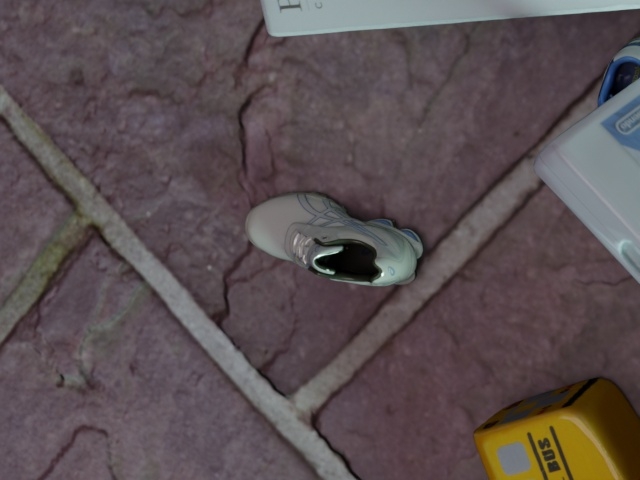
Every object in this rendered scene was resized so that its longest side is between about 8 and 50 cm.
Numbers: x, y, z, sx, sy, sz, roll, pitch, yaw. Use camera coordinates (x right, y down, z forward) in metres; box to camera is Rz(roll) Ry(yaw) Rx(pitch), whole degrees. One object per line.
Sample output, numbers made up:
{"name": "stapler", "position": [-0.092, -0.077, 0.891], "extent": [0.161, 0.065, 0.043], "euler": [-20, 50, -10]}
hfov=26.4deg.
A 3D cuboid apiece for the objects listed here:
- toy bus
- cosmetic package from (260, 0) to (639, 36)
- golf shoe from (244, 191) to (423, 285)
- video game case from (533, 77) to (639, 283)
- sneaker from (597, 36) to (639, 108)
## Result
{"name": "toy bus", "position": [0.253, 0.286, 1.128], "extent": [0.130, 0.108, 0.332], "euler": [-22, 89, 27]}
{"name": "cosmetic package", "position": [0.168, -0.284, 0.927], "extent": [0.453, 0.161, 0.230], "euler": [-1, 118, 27]}
{"name": "golf shoe", "position": [0.000, 0.000, 1.214], "extent": [0.176, 0.086, 0.069], "euler": [11, 105, 25]}
{"name": "video game case", "position": [0.345, -0.019, 0.925], "extent": [0.300, 0.329, 0.036], "euler": [49, 144, 11]}
{"name": "sneaker", "position": [0.243, -0.091, 1.096], "extent": [0.053, 0.059, 0.144], "euler": [10, 104, 22]}
